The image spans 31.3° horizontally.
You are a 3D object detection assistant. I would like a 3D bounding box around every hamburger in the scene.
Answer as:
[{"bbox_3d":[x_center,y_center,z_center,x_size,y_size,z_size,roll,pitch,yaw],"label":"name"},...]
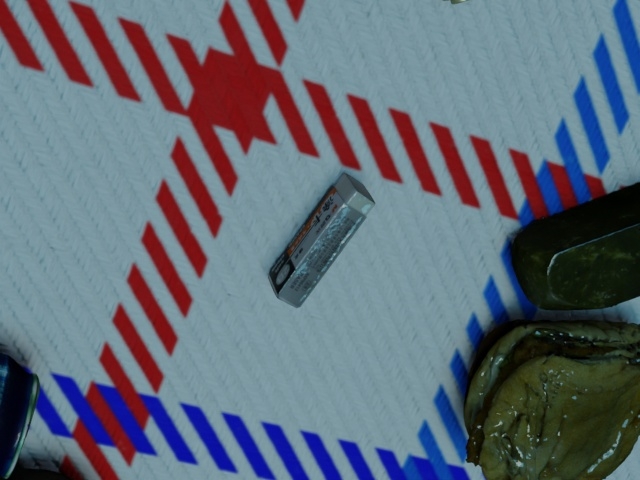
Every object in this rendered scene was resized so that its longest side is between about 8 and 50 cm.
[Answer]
[{"bbox_3d":[0.231,0.155,1.121,0.206,0.130,0.183,4,114,-34],"label":"hamburger"}]

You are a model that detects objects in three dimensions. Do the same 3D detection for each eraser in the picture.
[{"bbox_3d":[0.000,0.000,1.027,0.029,0.052,0.122,31,103,-23],"label":"eraser"}]

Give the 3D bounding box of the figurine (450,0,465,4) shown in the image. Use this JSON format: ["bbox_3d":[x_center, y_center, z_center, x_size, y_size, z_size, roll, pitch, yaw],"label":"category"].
[{"bbox_3d":[0.115,-0.321,0.885,0.155,0.127,0.235,-25,111,9],"label":"figurine"}]

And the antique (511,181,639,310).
[{"bbox_3d":[0.292,0.001,1.079,0.221,0.081,0.080,-20,113,-3],"label":"antique"}]

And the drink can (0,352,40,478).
[{"bbox_3d":[-0.351,0.135,0.970,0.205,0.118,0.118,18,107,-18],"label":"drink can"}]

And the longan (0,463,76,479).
[{"bbox_3d":[-0.283,0.285,1.035,0.185,0.159,0.204,-30,78,-17],"label":"longan"}]
